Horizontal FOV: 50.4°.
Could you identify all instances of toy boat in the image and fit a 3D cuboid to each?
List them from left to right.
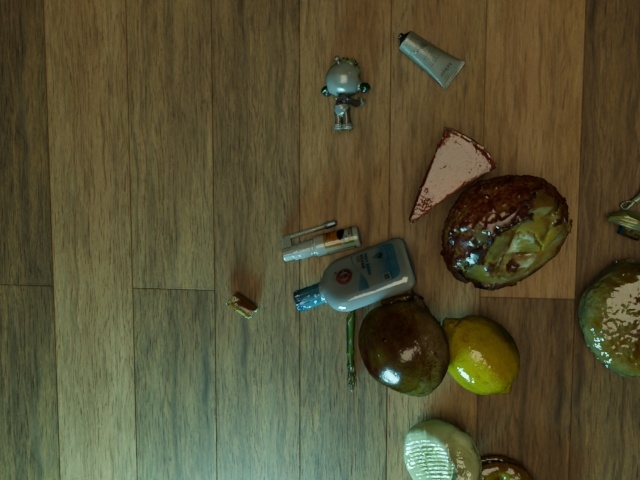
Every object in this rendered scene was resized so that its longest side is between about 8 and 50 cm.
[{"bbox_3d":[0.823,-0.029,1.757,0.172,0.065,0.066,22,120,3],"label":"toy boat"}]

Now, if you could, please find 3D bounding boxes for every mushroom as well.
[{"bbox_3d":[0.210,0.261,1.792,0.195,0.263,0.283,15,57,-24],"label":"mushroom"}]

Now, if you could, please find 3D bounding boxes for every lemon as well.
[{"bbox_3d":[0.416,0.299,1.784,0.188,0.188,0.256,-42,89,10],"label":"lemon"}]

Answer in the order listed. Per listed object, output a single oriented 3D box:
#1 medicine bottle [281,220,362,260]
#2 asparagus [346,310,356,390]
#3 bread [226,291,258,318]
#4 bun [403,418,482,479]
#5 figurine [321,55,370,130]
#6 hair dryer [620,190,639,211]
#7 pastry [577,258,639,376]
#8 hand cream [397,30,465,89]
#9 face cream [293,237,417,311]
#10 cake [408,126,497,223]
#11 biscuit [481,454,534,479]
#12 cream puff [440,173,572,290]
[{"bbox_3d":[0.000,0.000,1.885,0.221,0.061,0.092,-14,69,9],"label":"medicine bottle"},{"bbox_3d":[0.086,0.305,1.909,0.027,0.034,0.236,-2,97,-9],"label":"asparagus"},{"bbox_3d":[-0.222,0.186,1.942,0.083,0.036,0.047,34,91,5],"label":"bread"},{"bbox_3d":[0.340,0.590,1.838,0.229,0.145,0.229,19,114,50],"label":"bun"},{"bbox_3d":[0.065,-0.395,1.822,0.147,0.093,0.197,2,104,30],"label":"figurine"},{"bbox_3d":[0.883,-0.128,1.750,0.167,0.067,0.199,19,108,1],"label":"hair dryer"},{"bbox_3d":[0.825,0.207,1.741,0.330,0.136,0.329,1,96,7],"label":"pastry"},{"bbox_3d":[0.284,-0.489,1.802,0.186,0.054,0.087,35,103,-3],"label":"hand cream"},{"bbox_3d":[0.087,0.111,1.843,0.337,0.080,0.163,-20,53,15],"label":"face cream"},{"bbox_3d":[0.346,-0.145,1.769,0.160,0.158,0.262,22,100,7],"label":"cake"},{"bbox_3d":[0.490,0.704,1.872,0.221,0.066,0.220,1,96,7],"label":"biscuit"},{"bbox_3d":[0.449,-0.031,1.708,0.350,0.350,0.228,-39,48,10],"label":"cream puff"}]
